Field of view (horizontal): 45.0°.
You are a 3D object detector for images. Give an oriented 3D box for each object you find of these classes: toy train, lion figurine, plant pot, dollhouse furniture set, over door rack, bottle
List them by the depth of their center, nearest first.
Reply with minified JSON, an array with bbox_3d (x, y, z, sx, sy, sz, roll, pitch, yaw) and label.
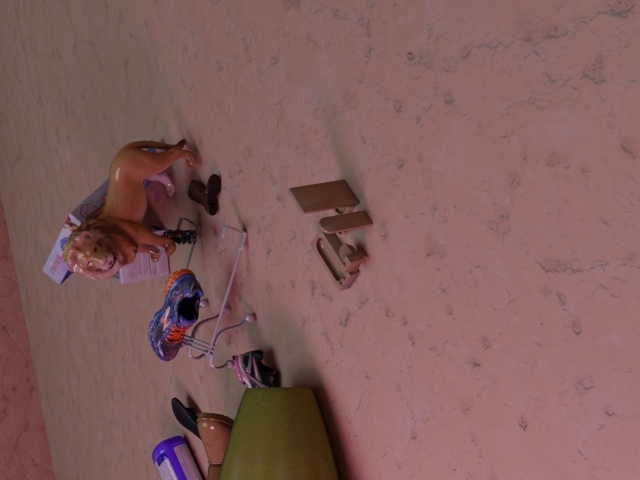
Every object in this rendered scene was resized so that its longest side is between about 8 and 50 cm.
[{"bbox_3d":[0.000,0.000,1.393,0.144,0.123,0.151,58,139,26],"label":"dollhouse furniture set"},{"bbox_3d":[-0.084,0.443,1.545,0.275,0.275,0.293,-16,71,54],"label":"plant pot"},{"bbox_3d":[-0.435,-0.088,1.755,0.142,0.240,0.391,-15,62,49],"label":"lion figurine"},{"bbox_3d":[-0.252,0.118,1.799,0.240,0.108,0.324,8,91,52],"label":"over door rack"},{"bbox_3d":[-0.333,-0.009,1.813,0.158,0.027,0.036,-1,81,52],"label":"toy train"},{"bbox_3d":[-0.363,0.676,2.097,0.282,0.092,0.118,58,140,26],"label":"bottle"}]

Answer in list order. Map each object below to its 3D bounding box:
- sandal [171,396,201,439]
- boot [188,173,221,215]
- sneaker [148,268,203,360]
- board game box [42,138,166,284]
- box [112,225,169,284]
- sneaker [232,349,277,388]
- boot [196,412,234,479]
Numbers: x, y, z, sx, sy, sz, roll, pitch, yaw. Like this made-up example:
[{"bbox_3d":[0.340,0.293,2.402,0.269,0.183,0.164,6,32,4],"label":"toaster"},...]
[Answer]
[{"bbox_3d":[-0.331,0.480,2.053,0.179,0.040,0.067,35,133,25],"label":"sandal"},{"bbox_3d":[-0.275,-0.125,1.808,0.114,0.037,0.106,40,127,47],"label":"boot"},{"bbox_3d":[-0.321,0.176,1.729,0.087,0.083,0.221,35,115,44],"label":"sneaker"},{"bbox_3d":[-0.547,-0.070,1.965,0.066,0.318,0.319,41,141,-6],"label":"board game box"},{"bbox_3d":[-0.478,0.036,2.035,0.072,0.137,0.126,15,111,52],"label":"box"},{"bbox_3d":[-0.125,0.320,1.699,0.072,0.077,0.178,-110,-5,-74],"label":"sneaker"},{"bbox_3d":[-0.236,0.554,1.747,0.236,0.089,0.269,70,-159,-49],"label":"boot"}]
